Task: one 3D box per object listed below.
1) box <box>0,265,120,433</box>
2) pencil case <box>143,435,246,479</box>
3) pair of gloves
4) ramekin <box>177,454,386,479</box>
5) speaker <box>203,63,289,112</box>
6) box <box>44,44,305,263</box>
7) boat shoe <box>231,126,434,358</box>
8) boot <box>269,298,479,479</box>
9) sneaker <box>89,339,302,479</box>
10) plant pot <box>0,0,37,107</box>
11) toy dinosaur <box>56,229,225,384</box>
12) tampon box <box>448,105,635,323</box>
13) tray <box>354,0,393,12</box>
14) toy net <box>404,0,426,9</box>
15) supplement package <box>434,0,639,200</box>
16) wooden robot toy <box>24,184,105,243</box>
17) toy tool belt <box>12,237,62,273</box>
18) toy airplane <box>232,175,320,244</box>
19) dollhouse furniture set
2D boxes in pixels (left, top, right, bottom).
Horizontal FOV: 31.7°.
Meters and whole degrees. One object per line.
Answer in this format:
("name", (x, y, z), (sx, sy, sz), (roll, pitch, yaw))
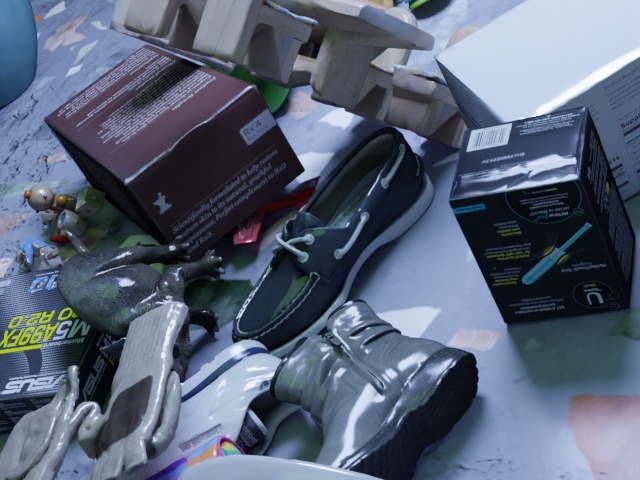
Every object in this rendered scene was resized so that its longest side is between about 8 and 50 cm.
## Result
("box", (-0.349, 0.127, 1.339), (0.270, 0.060, 0.216), (-10, 39, 27))
("pencil case", (-0.159, 0.266, 0.992), (0.236, 0.104, 0.104), (-31, 35, 0))
("pair of gloves", (-0.212, 0.177, 1.037), (0.240, 0.042, 0.204), (-33, 31, 25))
("ramekin", (0.016, 0.255, 0.743), (0.273, 0.273, 0.127), (-4, 55, 34))
("speaker", (-0.098, -0.298, 1.622), (0.131, 0.131, 0.296), (-20, 36, 16))
("box", (-0.199, -0.125, 1.447), (0.191, 0.143, 0.381), (-39, 28, -11))
("boat shoe", (0.000, 0.000, 1.207), (0.114, 0.091, 0.302), (12, 53, 45))
("boot", (0.013, 0.160, 0.995), (0.161, 0.083, 0.246), (20, 50, 39))
("sneaker", (-0.117, 0.194, 1.067), (0.235, 0.090, 0.095), (-42, 45, -13))
("plant pot", (-0.619, -0.340, 2.004), (0.290, 0.195, 0.290), (-20, 36, 15))
("toy dinosaur", (-0.208, 0.054, 1.211), (0.160, 0.121, 0.313), (-19, 50, -40))
("tampon box", (0.203, -0.019, 1.017), (0.120, 0.161, 0.101), (-9, 40, 27))
("tray", (-0.006, -0.434, 1.671), (0.203, 0.076, 0.411), (15, 38, -11))
("toy net", (0.203, -0.402, 1.605), (0.232, 0.045, 0.122), (-34, 8, -9))
("supplement package", (0.287, -0.165, 1.151), (0.262, 0.145, 0.204), (-31, 35, -1))
("wooden robot toy", (-0.360, -0.042, 1.515), (0.173, 0.079, 0.076), (-4, 68, 56))
("toy tool belt", (-0.386, 0.016, 1.512), (0.083, 0.051, 0.052), (15, 55, 47))
("toy airplane", (-0.063, -0.042, 1.363), (0.151, 0.028, 0.151), (-21, 33, 14))
("dollhouse furniture set", (-0.036, -0.307, 1.283), (0.394, 0.362, 0.256), (24, 98, 45))
